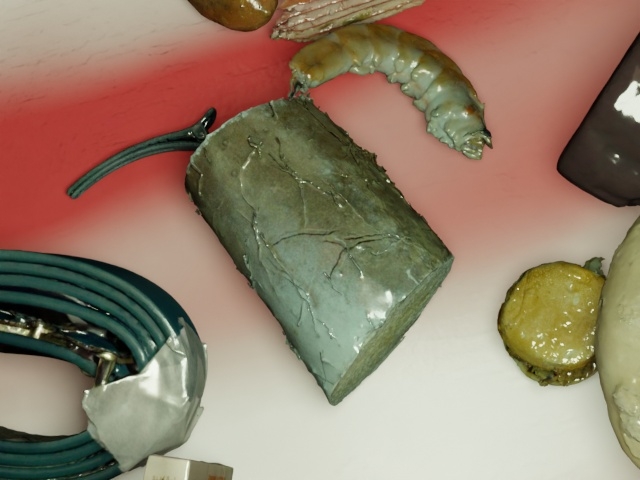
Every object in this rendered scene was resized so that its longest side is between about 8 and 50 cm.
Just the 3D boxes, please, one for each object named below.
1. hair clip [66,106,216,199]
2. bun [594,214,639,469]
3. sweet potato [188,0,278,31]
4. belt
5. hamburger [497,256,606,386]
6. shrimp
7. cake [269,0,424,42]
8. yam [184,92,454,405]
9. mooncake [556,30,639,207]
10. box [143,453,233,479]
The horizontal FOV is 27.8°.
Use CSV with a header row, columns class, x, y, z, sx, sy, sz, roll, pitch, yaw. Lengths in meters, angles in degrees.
class,x,y,z,sx,sy,sz,roll,pitch,yaw
hair clip,-0.240,-0.112,1.760,0.229,0.039,0.070,-19,78,5
bun,0.475,0.118,1.523,0.234,0.326,0.362,3,70,38
sweet potato,-0.172,-0.366,1.771,0.292,0.097,0.097,30,82,22
belt,-0.366,0.165,1.644,0.436,0.173,0.300,7,89,8
hamburger,0.309,0.097,1.641,0.159,0.131,0.185,31,82,23
shrimp,0.094,-0.217,1.695,0.287,0.068,0.185,18,46,-21
cake,0.050,-0.358,1.756,0.287,0.098,0.135,-26,80,-6
yam,0.000,0.000,1.633,0.241,0.241,0.348,-37,77,-4
mooncake,0.416,-0.167,1.602,0.141,0.283,0.283,34,83,4
box,-0.160,0.356,1.495,0.051,0.365,0.205,7,79,4
